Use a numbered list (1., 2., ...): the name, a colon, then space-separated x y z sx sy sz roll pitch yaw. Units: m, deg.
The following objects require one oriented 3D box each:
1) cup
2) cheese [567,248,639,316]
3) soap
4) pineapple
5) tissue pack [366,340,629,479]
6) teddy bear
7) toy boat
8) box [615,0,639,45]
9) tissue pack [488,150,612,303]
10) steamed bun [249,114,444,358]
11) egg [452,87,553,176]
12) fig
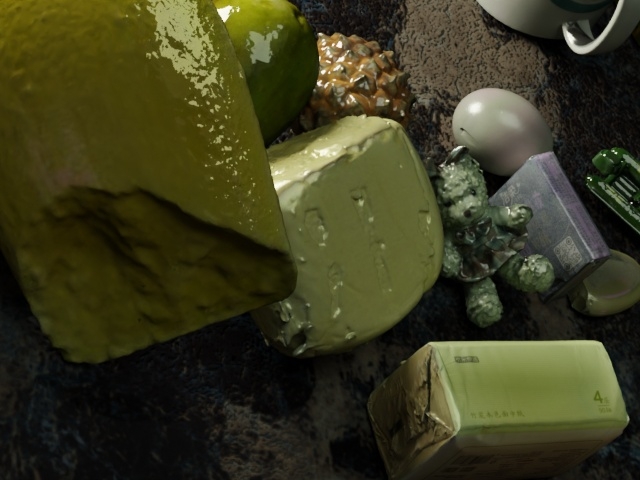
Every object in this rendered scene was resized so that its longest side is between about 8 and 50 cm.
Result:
1. cup: 0.347 -0.392 2.197 0.219 0.257 0.289 -7 64 -26
2. cheese: 0.393 0.047 2.075 0.192 0.037 0.097 -4 63 -31
3. soap: -0.210 -0.097 1.633 0.115 0.306 0.427 -45 114 -77
4. pineapple: 0.034 -0.176 1.951 0.166 0.166 0.193 12 44 -22
5. tissue pack: 0.192 0.189 1.794 0.234 0.159 0.125 0 60 -28
6. teddy bear: 0.188 -0.014 1.951 0.133 0.111 0.213 -28 95 0
7. toy boat: 0.438 -0.039 2.144 0.210 0.052 0.104 42 47 7
8. box: 0.520 -0.347 2.404 0.193 0.030 0.121 -8 64 -32
9. tissue pack: 0.280 -0.017 2.005 0.051 0.112 0.156 -14 68 -35
10. steamed bun: 0.000 0.000 1.803 0.273 0.166 0.232 -35 113 -33
11. egg: 0.230 -0.135 2.060 0.135 0.103 0.103 30 51 -9
12. fig: -0.094 -0.177 1.815 0.181 0.181 0.191 20 65 -16
